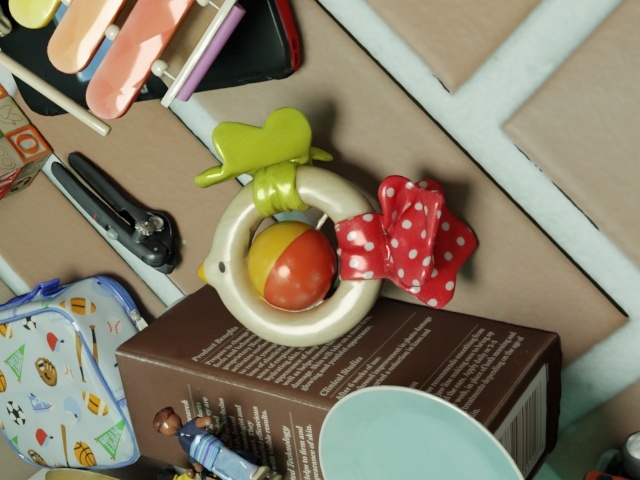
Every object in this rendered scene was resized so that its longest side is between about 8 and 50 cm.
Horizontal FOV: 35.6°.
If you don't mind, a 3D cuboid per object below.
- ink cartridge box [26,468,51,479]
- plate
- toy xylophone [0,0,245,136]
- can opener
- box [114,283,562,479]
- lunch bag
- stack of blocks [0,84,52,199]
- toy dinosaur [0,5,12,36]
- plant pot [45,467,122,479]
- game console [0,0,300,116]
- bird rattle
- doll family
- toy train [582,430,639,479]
[{"bbox_3d":[-0.467,0.477,1.459,0.129,0.223,0.307,47,132,6],"label":"ink cartridge box"},{"bbox_3d":[0.083,0.190,0.782,0.188,0.024,0.188,17,124,27],"label":"plate"},{"bbox_3d":[-0.219,-0.226,0.867,0.322,0.081,0.236,30,107,6],"label":"toy xylophone"},{"bbox_3d":[-0.234,-0.032,1.117,0.186,0.059,0.073,40,132,11],"label":"can opener"},{"bbox_3d":[0.013,0.151,0.952,0.381,0.191,0.143,12,121,31],"label":"box"},{"bbox_3d":[-0.315,0.164,1.253,0.303,0.115,0.243,-16,102,41],"label":"lunch bag"},{"bbox_3d":[-0.473,-0.167,1.140,0.297,0.171,0.087,52,132,2],"label":"stack of blocks"},{"bbox_3d":[-0.318,-0.309,0.955,0.118,0.064,0.268,25,127,30],"label":"toy dinosaur"},{"bbox_3d":[-0.249,0.358,1.286,0.236,0.032,0.236,14,149,9],"label":"plant pot"},{"bbox_3d":[-0.218,-0.296,0.960,0.386,0.060,0.342,-1,113,37],"label":"game console"},{"bbox_3d":[0.000,0.000,0.905,0.253,0.143,0.207,34,103,5],"label":"bird rattle"},{"bbox_3d":[-0.102,0.216,0.901,0.111,0.076,0.193,34,126,20],"label":"doll family"},{"bbox_3d":[0.277,0.333,0.861,0.142,0.190,0.334,9,120,32],"label":"toy train"}]
